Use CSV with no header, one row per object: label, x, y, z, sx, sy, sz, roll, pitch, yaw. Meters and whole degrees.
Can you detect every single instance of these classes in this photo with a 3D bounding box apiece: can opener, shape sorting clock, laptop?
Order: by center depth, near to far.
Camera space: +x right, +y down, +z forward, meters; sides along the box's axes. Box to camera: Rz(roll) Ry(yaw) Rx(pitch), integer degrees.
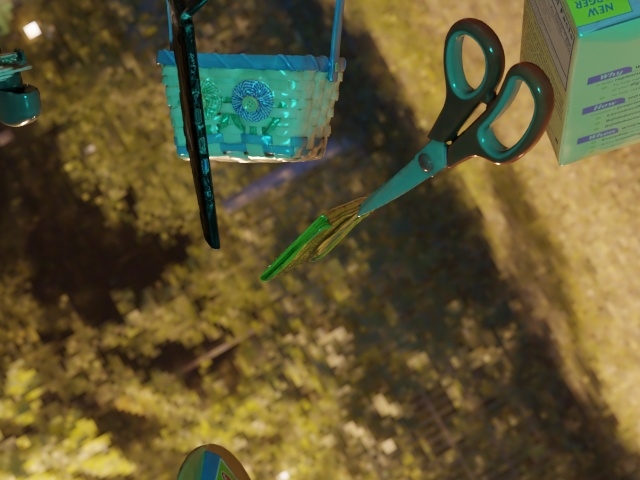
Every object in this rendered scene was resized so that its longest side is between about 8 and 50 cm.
laptop,-0.042,-0.164,1.163,0.234,0.137,0.264,-109,13,-66
shape sorting clock,-0.093,0.293,1.470,0.206,0.040,0.206,-9,-90,-67
can opener,-0.394,-0.186,1.787,0.280,0.074,0.093,25,127,59

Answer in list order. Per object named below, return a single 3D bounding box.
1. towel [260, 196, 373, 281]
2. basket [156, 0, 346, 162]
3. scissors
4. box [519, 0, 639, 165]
towel,0.000,0.000,1.758,0.021,0.102,0.237,45,-167,5
basket,-0.086,-0.249,2.104,0.201,0.255,0.288,-2,-88,-69
scissors,0.100,-0.063,1.258,0.109,0.021,0.297,50,146,15
box,0.290,-0.191,1.334,0.243,0.214,0.117,78,175,-68
